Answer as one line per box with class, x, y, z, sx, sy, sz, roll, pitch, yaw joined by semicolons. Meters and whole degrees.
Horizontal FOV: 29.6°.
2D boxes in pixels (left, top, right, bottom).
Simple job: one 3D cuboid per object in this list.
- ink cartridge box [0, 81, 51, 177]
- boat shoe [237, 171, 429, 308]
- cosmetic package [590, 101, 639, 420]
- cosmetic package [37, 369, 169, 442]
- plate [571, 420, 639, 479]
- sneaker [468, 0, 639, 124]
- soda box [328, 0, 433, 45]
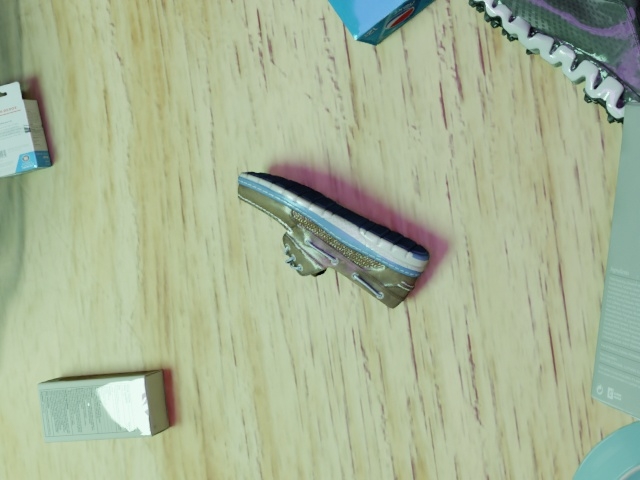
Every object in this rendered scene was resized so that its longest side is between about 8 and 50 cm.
ink cartridge box;-0.293;-0.106;1.160;0.048;0.028;0.083;-12;90;18
boat shoe;0.000;0.000;1.054;0.183;0.066;0.066;28;103;14
cosmetic package;0.293;0.017;0.918;0.127;0.107;0.238;1;100;-23
cosmetic package;-0.205;0.156;1.143;0.115;0.041;0.060;-5;92;18
plate;0.295;0.239;0.998;0.188;0.024;0.188;1;95;17
sneaker;0.203;-0.188;0.974;0.234;0.078;0.106;41;102;7
soda box;0.007;-0.272;1.032;0.071;0.067;0.210;-36;82;17
